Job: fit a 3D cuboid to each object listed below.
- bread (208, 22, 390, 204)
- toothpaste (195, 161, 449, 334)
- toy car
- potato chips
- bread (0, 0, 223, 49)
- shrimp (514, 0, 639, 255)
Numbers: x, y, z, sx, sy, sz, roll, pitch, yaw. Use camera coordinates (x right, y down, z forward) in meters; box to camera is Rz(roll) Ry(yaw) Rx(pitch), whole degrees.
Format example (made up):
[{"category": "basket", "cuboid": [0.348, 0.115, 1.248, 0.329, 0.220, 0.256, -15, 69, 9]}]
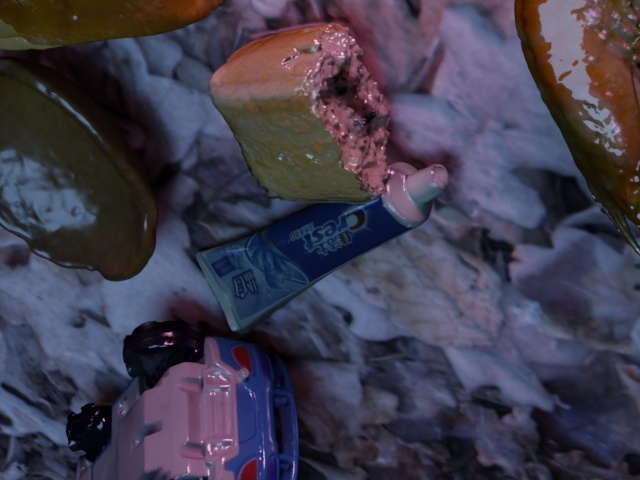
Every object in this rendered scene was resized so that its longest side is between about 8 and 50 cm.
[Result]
[{"category": "bread", "cuboid": [-0.009, -0.090, 0.986, 0.106, 0.082, 0.125, 6, 139, 37]}, {"category": "toothpaste", "cuboid": [-0.001, -0.001, 1.078, 0.069, 0.047, 0.268, 39, 139, -22]}, {"category": "toy car", "cuboid": [-0.122, 0.212, 1.234, 0.166, 0.198, 0.314, 12, 142, -24]}, {"category": "potato chips", "cuboid": [-0.204, -0.063, 1.123, 0.208, 0.062, 0.195, 41, 139, -8]}, {"category": "bread", "cuboid": [-0.187, -0.210, 0.926, 0.235, 0.099, 0.210, 0, 142, 16]}, {"category": "shrimp", "cuboid": [0.205, -0.094, 0.878, 0.150, 0.068, 0.249, -5, 118, 25]}]
